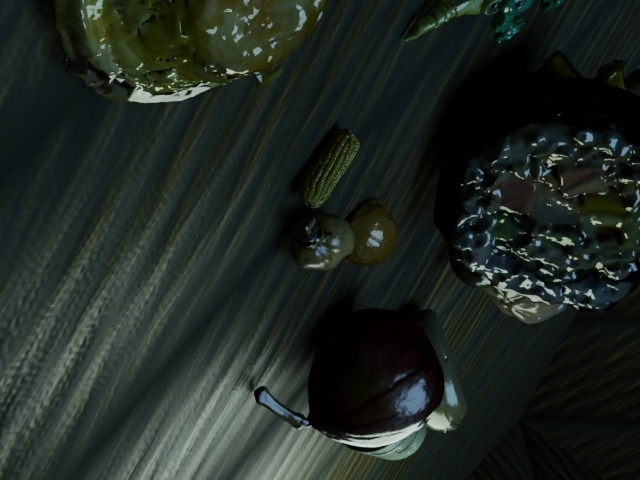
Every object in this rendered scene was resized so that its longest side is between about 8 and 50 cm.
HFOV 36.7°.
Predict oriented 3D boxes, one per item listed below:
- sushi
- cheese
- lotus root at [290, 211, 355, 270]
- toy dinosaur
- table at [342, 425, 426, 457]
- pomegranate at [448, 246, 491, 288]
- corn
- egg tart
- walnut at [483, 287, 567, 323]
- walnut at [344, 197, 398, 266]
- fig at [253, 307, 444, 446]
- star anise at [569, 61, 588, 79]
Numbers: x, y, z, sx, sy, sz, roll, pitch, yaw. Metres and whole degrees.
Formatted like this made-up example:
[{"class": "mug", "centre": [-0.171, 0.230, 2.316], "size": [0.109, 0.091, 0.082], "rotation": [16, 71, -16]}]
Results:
[{"class": "sushi", "centre": [0.335, -0.105, 1.376], "size": [0.285, 0.328, 0.328], "rotation": [-77, 170, -48]}, {"class": "cheese", "centre": [0.184, 0.220, 1.613], "size": [0.091, 0.203, 0.175], "rotation": [-21, 166, 9]}, {"class": "lotus root", "centre": [0.000, 0.000, 1.078], "size": [0.072, 0.063, 0.152], "rotation": [-31, 166, 7]}, {"class": "toy dinosaur", "centre": [0.198, -0.286, 1.077], "size": [0.259, 0.094, 0.153], "rotation": [-40, 156, -2]}, {"class": "table", "centre": [0.100, 0.300, 1.619], "size": [0.126, 0.126, 0.220], "rotation": [-55, 159, -5]}, {"class": "pomegranate", "centre": [0.290, 0.005, 1.614], "size": [0.138, 0.125, 0.163], "rotation": [13, 108, -54]}, {"class": "corn", "centre": [0.008, -0.077, 1.024], "size": [0.092, 0.037, 0.037], "rotation": [-55, 158, -3]}, {"class": "egg tart", "centre": [-0.066, -0.183, 0.640], "size": [0.241, 0.106, 0.241], "rotation": [-40, 153, -26]}, {"class": "walnut", "centre": [0.391, 0.036, 1.756], "size": [0.224, 0.224, 0.224], "rotation": [-45, 155, -27]}, {"class": "walnut", "centre": [0.071, -0.003, 1.238], "size": [0.091, 0.052, 0.121], "rotation": [-60, 160, 0]}, {"class": "fig", "centre": [0.047, 0.215, 1.331], "size": [0.249, 0.186, 0.204], "rotation": [-39, 171, -22]}, {"class": "star anise", "centre": [0.395, -0.181, 1.588], "size": [0.190, 0.125, 0.220], "rotation": [-57, 161, 13]}]
